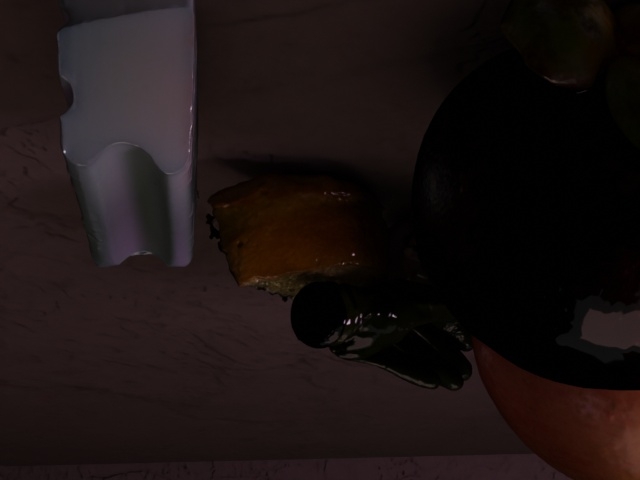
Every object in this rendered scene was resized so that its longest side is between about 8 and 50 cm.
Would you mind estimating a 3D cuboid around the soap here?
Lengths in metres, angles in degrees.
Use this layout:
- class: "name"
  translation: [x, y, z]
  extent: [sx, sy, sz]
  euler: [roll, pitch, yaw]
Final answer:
- class: "soap"
  translation: [-0.145, -0.102, 0.848]
  extent: [0.095, 0.172, 0.289]
  euler: [1, 160, -6]

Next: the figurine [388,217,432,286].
- class: "figurine"
  translation: [0.133, 0.017, 1.276]
  extent: [0.112, 0.137, 0.229]
  euler: [47, 156, -2]

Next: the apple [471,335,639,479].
- class: "apple"
  translation: [0.352, 0.105, 1.127]
  extent: [0.364, 0.363, 0.364]
  euler: [0, 160, 0]

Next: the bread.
- class: "bread"
  translation: [0.004, -0.005, 1.188]
  extent: [0.134, 0.129, 0.260]
  euler: [-28, 155, 29]

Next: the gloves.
- class: "gloves"
  translation: [0.080, 0.095, 1.182]
  extent: [0.268, 0.107, 0.135]
  euler: [22, 125, -40]

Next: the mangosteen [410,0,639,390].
- class: "mangosteen"
  translation: [0.226, -0.036, 0.862]
  extent: [0.330, 0.330, 0.330]
  euler: [0, 160, 0]
